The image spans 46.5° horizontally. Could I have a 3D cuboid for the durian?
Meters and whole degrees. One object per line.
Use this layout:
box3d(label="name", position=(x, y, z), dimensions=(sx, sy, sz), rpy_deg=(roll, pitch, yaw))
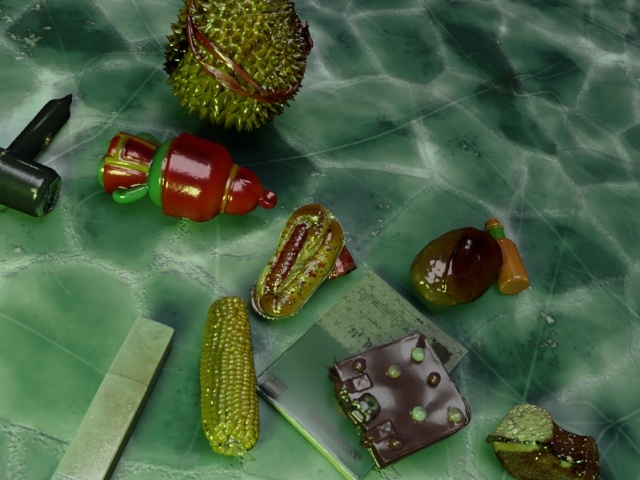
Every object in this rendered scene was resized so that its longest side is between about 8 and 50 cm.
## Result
box3d(label="durian", position=(-0.177, -0.410, 1.619), dimensions=(0.348, 0.384, 0.347), rpy_deg=(3, 57, -4))

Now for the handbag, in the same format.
box3d(label="handbag", position=(0.143, 0.283, 1.349), dimensions=(0.216, 0.074, 0.203), rpy_deg=(-15, 61, -27))

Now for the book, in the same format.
box3d(label="book", position=(0.083, 0.244, 1.425), dimensions=(0.264, 0.031, 0.379), rpy_deg=(40, 53, 13))

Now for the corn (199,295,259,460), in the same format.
box3d(label="corn", position=(-0.163, 0.239, 1.309), dimensions=(0.102, 0.101, 0.310), rpy_deg=(1, 53, -17))

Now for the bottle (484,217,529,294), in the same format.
box3d(label="bottle", position=(0.409, 0.030, 1.670), dimensions=(0.069, 0.069, 0.187), rpy_deg=(4, 50, -15))

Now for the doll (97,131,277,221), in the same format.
box3d(label="doll", position=(-0.264, -0.128, 1.519), dimensions=(0.363, 0.160, 0.182), rpy_deg=(16, 49, -6))

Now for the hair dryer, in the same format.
box3d(label="hair dryer", position=(-0.573, -0.202, 1.528), dimensions=(0.189, 0.107, 0.352), rpy_deg=(23, 45, -3))

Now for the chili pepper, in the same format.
box3d(label="chili pepper", position=(0.000, 0.000, 1.552), dimensions=(0.084, 0.086, 0.192), rpy_deg=(-32, 75, -3))

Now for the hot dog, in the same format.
box3d(label="hot dog", position=(-0.045, 0.045, 1.461), dimensions=(0.131, 0.069, 0.252), rpy_deg=(27, 77, 16))

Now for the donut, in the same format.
box3d(label="donut", position=(0.414, 0.390, 1.372), dimensions=(0.187, 0.144, 0.126), rpy_deg=(9, 37, 29))

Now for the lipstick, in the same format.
box3d(label="lipstick", position=(-0.344, 0.297, 1.221), dimensions=(0.076, 0.079, 0.371), rpy_deg=(20, 50, 0))

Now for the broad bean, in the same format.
box3d(label="broad bean", position=(0.287, 0.059, 1.575), dimensions=(0.229, 0.122, 0.156), rpy_deg=(-33, 86, -28))
